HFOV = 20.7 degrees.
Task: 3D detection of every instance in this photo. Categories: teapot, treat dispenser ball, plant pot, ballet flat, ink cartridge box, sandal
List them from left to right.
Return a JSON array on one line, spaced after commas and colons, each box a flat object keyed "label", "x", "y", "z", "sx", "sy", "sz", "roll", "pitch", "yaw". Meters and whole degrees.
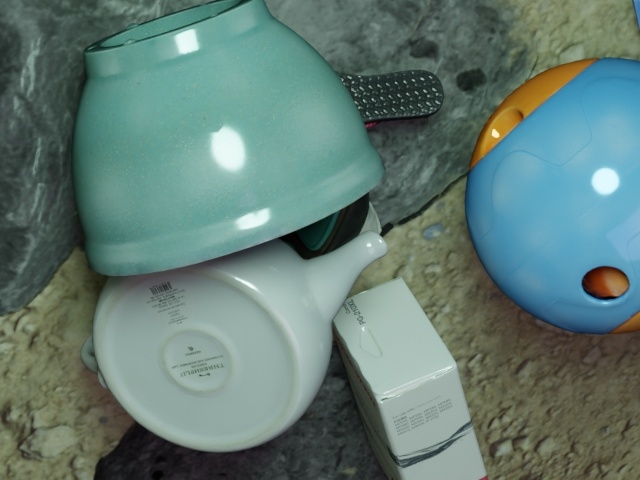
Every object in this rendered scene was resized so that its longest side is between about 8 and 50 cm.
[{"label": "plant pot", "x": -0.108, "y": -0.112, "z": 1.623, "sx": 0.293, "sy": 0.293, "sz": 0.196, "roll": -21, "pitch": 104, "yaw": -9}, {"label": "teapot", "x": -0.099, "y": 0.077, "z": 1.762, "sx": 0.256, "sy": 0.187, "sz": 0.252, "roll": 23, "pitch": 120, "yaw": 3}, {"label": "ballet flat", "x": 0.000, "y": 0.000, "z": 1.862, "sx": 0.096, "sy": 0.095, "sz": 0.280, "roll": -1, "pitch": 136, "yaw": -35}, {"label": "sandal", "x": 0.036, "y": -0.140, "z": 1.785, "sx": 0.179, "sy": 0.067, "sz": 0.040, "roll": -3, "pitch": 168, "yaw": -12}, {"label": "ink cartridge box", "x": 0.102, "y": 0.187, "z": 1.985, "sx": 0.100, "sy": 0.172, "sz": 0.237, "roll": -24, "pitch": 131, "yaw": -7}, {"label": "treat dispenser ball", "x": 0.294, "y": -0.045, "z": 1.819, "sx": 0.288, "sy": 0.288, "sz": 0.288, "roll": -12, "pitch": 129, "yaw": -16}]

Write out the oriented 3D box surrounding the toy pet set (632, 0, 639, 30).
[{"label": "toy pet set", "x": 0.339, "y": -0.272, "z": 1.817, "sx": 0.122, "sy": 0.065, "sz": 0.114, "roll": -25, "pitch": 131, "yaw": -4}]
